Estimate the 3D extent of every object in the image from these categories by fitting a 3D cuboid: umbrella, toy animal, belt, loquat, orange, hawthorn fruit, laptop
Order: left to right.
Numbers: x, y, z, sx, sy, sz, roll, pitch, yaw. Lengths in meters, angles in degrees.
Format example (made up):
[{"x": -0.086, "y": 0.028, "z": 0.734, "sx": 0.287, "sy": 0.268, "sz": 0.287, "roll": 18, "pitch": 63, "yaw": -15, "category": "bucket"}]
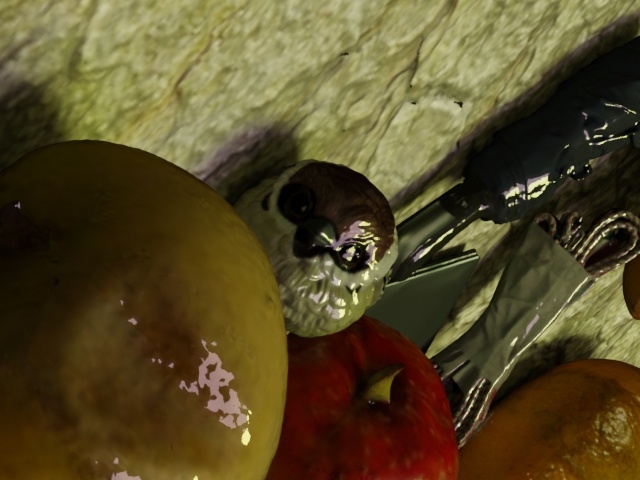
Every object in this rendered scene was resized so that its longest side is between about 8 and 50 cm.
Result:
[{"x": -0.112, "y": 0.059, "z": 0.804, "sx": 0.213, "sy": 0.213, "sz": 0.213, "roll": -34, "pitch": 153, "yaw": -21, "category": "loquat"}, {"x": 0.000, "y": 0.000, "z": 1.010, "sx": 0.098, "sy": 0.098, "sz": 0.137, "roll": -50, "pitch": 176, "yaw": 10, "category": "toy animal"}, {"x": 0.000, "y": 0.115, "z": 1.060, "sx": 0.179, "sy": 0.179, "sz": 0.200, "roll": -23, "pitch": 156, "yaw": -38, "category": "hawthorn fruit"}, {"x": 0.025, "y": 0.069, "z": 1.227, "sx": 0.180, "sy": 0.016, "sz": 0.129, "roll": -16, "pitch": 143, "yaw": -46, "category": "laptop"}, {"x": 0.135, "y": 0.059, "z": 1.301, "sx": 0.232, "sy": 0.071, "sz": 0.053, "roll": -48, "pitch": 169, "yaw": 2, "category": "belt"}, {"x": 0.140, "y": -0.050, "z": 1.159, "sx": 0.248, "sy": 0.071, "sz": 0.071, "roll": -36, "pitch": 153, "yaw": -20, "category": "umbrella"}, {"x": 0.211, "y": 0.211, "z": 1.530, "sx": 0.240, "sy": 0.171, "sz": 0.240, "roll": -35, "pitch": 152, "yaw": -22, "category": "orange"}]

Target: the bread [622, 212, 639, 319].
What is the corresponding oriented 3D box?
[{"x": 0.325, "y": -0.043, "z": 1.340, "sx": 0.269, "sy": 0.143, "sz": 0.195, "roll": -64, "pitch": 169, "yaw": 20, "category": "bread"}]
